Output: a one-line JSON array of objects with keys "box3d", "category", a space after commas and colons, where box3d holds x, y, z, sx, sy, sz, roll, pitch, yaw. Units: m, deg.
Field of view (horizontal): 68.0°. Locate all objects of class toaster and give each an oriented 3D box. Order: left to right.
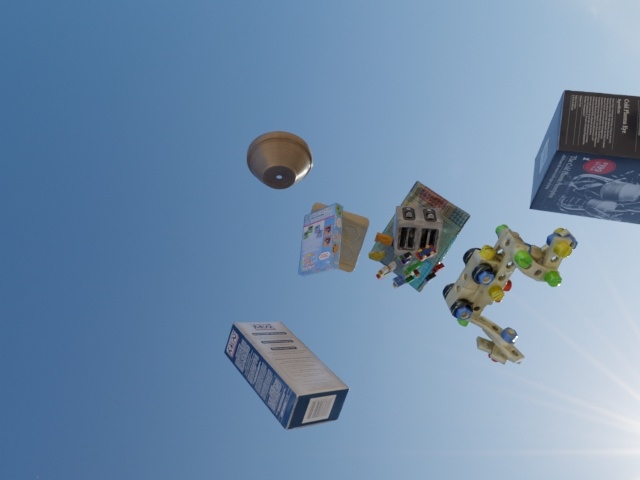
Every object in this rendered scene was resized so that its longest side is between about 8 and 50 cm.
[{"box3d": [0.348, -0.026, 1.741, 0.167, 0.186, 0.110, 5, -152, 4], "category": "toaster"}]

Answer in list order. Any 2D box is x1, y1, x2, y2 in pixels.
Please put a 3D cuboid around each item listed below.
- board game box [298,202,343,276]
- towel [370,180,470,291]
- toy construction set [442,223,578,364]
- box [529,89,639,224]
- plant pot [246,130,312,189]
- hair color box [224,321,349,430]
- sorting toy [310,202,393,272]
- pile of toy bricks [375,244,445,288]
[{"box3d": [0.000, 0.000, 1.527, 0.039, 0.160, 0.212, 24, -118, -36], "category": "board game box"}, {"box3d": [0.390, -0.017, 1.908, 0.271, 0.370, 0.040, 38, -161, 24], "category": "towel"}, {"box3d": [0.401, 0.109, 1.034, 0.214, 0.328, 0.151, 11, -162, -15], "category": "toy construction set"}, {"box3d": [0.748, -0.203, 1.234, 0.312, 0.343, 0.179, 9, -108, 16], "category": "box"}, {"box3d": [-0.143, -0.259, 1.675, 0.237, 0.237, 0.110, 16, -133, -24], "category": "plant pot"}, {"box3d": [-0.102, 0.348, 1.284, 0.173, 0.347, 0.105, 8, -73, -40], "category": "hair color box"}, {"box3d": [0.096, 0.003, 1.730, 0.306, 0.229, 0.041, 18, -150, 4], "category": "sorting toy"}, {"box3d": [0.284, 0.105, 1.512, 0.212, 0.105, 0.118, -24, -112, -22], "category": "pile of toy bricks"}]
